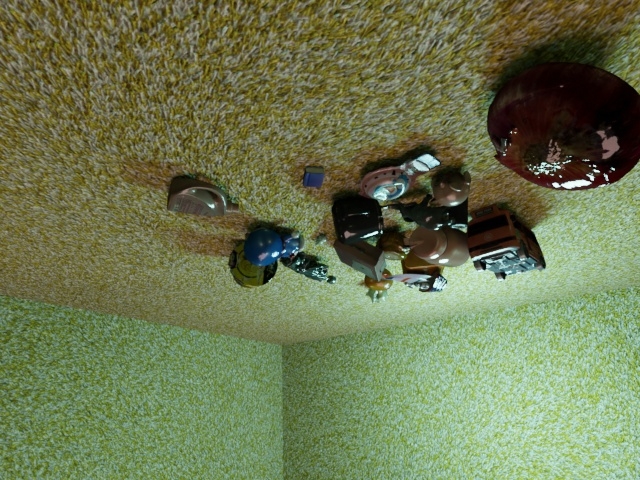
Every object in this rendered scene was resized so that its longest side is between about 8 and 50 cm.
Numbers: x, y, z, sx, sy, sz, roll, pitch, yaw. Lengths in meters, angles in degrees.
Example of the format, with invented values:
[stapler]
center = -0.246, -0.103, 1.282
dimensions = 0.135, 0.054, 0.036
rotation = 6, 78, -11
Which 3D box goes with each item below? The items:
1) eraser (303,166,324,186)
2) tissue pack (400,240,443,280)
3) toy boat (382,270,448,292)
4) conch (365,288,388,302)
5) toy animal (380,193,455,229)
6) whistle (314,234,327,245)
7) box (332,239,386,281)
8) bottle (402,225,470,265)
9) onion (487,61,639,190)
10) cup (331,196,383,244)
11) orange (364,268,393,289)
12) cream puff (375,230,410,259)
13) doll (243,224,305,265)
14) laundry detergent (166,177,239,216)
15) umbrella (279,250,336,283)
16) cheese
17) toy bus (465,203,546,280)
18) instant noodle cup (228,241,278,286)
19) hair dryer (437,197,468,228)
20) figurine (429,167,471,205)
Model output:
[eraser]
center = -0.023, -0.207, 1.318
dimensions = 0.063, 0.027, 0.084
rotation = 1, 157, -7
[tissue pack]
center = 0.495, 0.105, 1.951
dimensions = 0.195, 0.145, 0.274
rotation = -8, 157, 8
[toy boat]
center = 0.448, 0.176, 1.877
dimensions = 0.319, 0.071, 0.219
rotation = 21, 151, -26
[conch]
center = 0.329, 0.316, 2.438
dimensions = 0.115, 0.137, 0.234
rotation = 11, 160, 41
[toy animal]
center = 0.357, -0.110, 1.453
dimensions = 0.137, 0.082, 0.270
rotation = -28, -143, -34
[whistle]
center = 0.000, 0.000, 1.782
dimensions = 0.035, 0.035, 0.100
rotation = 8, 156, -24
[box]
center = 0.178, 0.070, 1.784
dimensions = 0.215, 0.086, 0.215
rotation = 27, 165, 22
[bottle]
center = 0.476, 0.021, 1.669
dimensions = 0.207, 0.172, 0.297
rotation = -4, 173, 40
[onion]
center = 0.594, -0.288, 0.973
dimensions = 0.348, 0.285, 0.347
rotation = 34, 161, 13
[cup]
center = 0.135, -0.079, 1.441
dimensions = 0.177, 0.169, 0.223
rotation = -8, 171, -1
[orange]
center = 0.316, 0.207, 2.183
dimensions = 0.157, 0.123, 0.156
rotation = 10, 168, 2
[cream puff]
center = 0.316, 0.021, 1.760
dimensions = 0.165, 0.115, 0.150
rotation = -1, 154, 43
[doll]
center = -0.194, 0.015, 1.682
dimensions = 0.257, 0.161, 0.215
rotation = -3, 149, -43
[laundry detergent]
center = -0.386, -0.141, 1.364
dimensions = 0.238, 0.075, 0.171
rotation = 8, 154, -24
[umbrella]
center = -0.047, 0.139, 2.016
dimensions = 0.143, 0.094, 0.349
rotation = -1, 159, 47
[cheese]
center = 0.247, -0.202, 1.305
dimensions = 0.189, 0.074, 0.286
rotation = 18, 148, -42
[toy bus]
center = 0.777, 0.020, 1.691
dimensions = 0.203, 0.232, 0.427
rotation = -22, 152, 36
[instant noodle cup]
center = -0.321, 0.129, 1.855
dimensions = 0.216, 0.215, 0.236
rotation = 4, 162, -16
[hair dryer]
center = 0.449, -0.092, 1.541
dimensions = 0.070, 0.128, 0.256
rotation = 12, 163, -32
[figurine]
center = 0.433, -0.173, 1.349
dimensions = 0.126, 0.125, 0.138
rotation = 4, 168, -16
